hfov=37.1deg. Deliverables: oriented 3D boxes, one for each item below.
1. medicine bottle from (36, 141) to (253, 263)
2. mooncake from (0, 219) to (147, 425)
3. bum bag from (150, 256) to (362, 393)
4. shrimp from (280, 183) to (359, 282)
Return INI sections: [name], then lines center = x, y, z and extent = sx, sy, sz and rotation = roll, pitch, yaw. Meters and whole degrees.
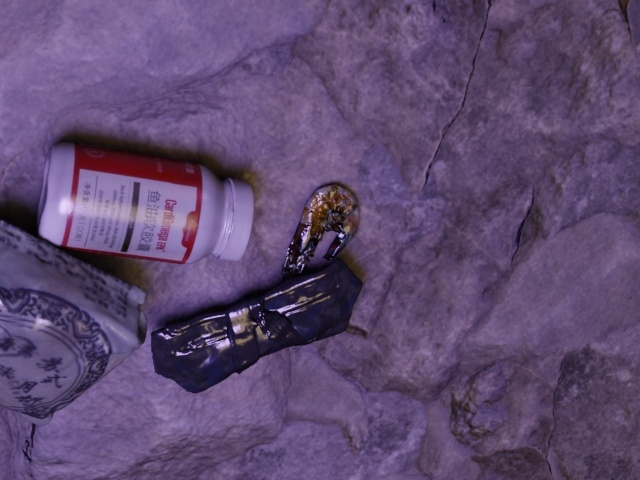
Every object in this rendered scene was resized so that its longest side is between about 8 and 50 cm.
[medicine bottle]
center = -0.217, -0.041, 1.184
extent = 0.250, 0.131, 0.131
rotation = 9, 110, -20
[mooncake]
center = -0.368, 0.113, 1.159
extent = 0.254, 0.136, 0.250
rotation = 31, 128, -27
[bum bag]
center = -0.082, 0.123, 1.323
extent = 0.310, 0.074, 0.137
rotation = -21, 133, -6
[shrimp]
center = 0.000, 0.000, 1.324
extent = 0.091, 0.034, 0.161
rotation = 24, 103, -26
